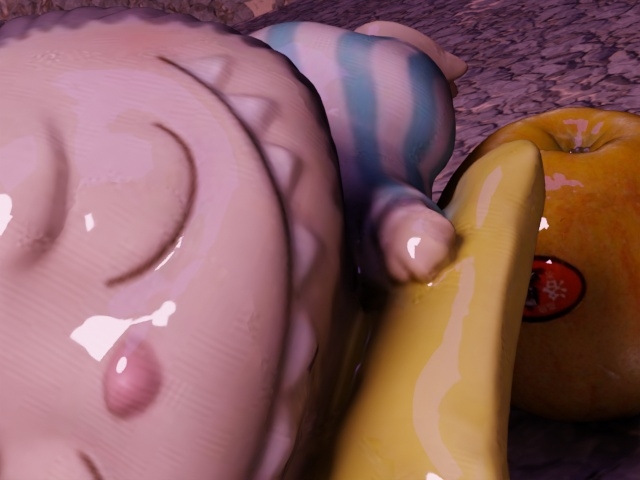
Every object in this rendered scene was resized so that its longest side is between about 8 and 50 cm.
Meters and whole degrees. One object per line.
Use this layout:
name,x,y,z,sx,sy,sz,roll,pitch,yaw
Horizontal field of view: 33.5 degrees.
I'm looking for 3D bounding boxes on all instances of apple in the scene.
apple,0.145,0.008,0.573,0.182,0.155,0.182,-18,17,6

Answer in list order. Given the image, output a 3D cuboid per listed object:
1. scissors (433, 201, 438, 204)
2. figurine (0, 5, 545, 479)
scissors,0.000,0.000,0.738,0.447,0.029,0.193,-5,60,-16
figurine,-0.121,-0.032,0.453,0.266,0.377,0.361,-53,15,32
